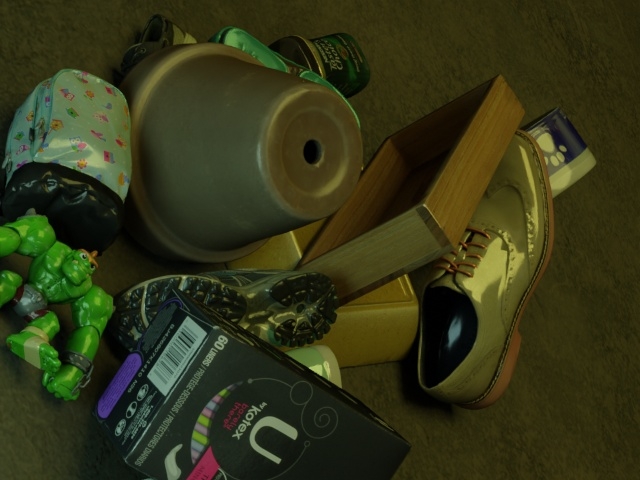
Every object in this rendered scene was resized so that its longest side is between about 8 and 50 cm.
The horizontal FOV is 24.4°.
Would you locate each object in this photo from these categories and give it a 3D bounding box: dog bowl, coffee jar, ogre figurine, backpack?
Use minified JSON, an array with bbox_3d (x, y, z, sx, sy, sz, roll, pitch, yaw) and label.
[{"bbox_3d":[0.277,-0.089,2.234,0.104,0.265,0.265,56,31,-2],"label":"dog bowl"},{"bbox_3d":[-0.008,-0.248,2.132,0.184,0.079,0.096,-17,79,-58],"label":"coffee jar"},{"bbox_3d":[-0.281,0.051,1.480,0.197,0.097,0.118,41,51,-3],"label":"ogre figurine"},{"bbox_3d":[-0.269,-0.092,1.589,0.152,0.115,0.182,31,39,-36],"label":"backpack"}]

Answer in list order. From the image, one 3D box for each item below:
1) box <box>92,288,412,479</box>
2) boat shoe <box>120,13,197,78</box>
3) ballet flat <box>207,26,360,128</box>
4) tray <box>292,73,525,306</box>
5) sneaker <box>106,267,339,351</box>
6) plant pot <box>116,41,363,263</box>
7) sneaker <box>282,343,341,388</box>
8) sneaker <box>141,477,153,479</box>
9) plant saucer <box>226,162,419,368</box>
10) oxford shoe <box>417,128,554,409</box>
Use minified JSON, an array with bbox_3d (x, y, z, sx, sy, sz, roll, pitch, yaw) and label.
[{"bbox_3d":[-0.070,0.195,1.521,0.270,0.165,0.143,33,0,-27],"label":"box"},{"bbox_3d":[-0.211,-0.208,1.812,0.073,0.080,0.223,42,30,-18],"label":"boat shoe"},{"bbox_3d":[-0.056,-0.204,2.009,0.247,0.087,0.083,34,66,-23],"label":"ballet flat"},{"bbox_3d":[0.124,-0.066,1.896,0.076,0.203,0.411,55,31,-12],"label":"tray"},{"bbox_3d":[-0.124,0.085,1.681,0.283,0.122,0.110,-1,97,-35],"label":"sneaker"},{"bbox_3d":[-0.079,-0.096,1.668,0.263,0.229,0.263,-4,95,-41],"label":"plant pot"},{"bbox_3d":[-0.042,0.255,1.678,0.151,0.094,0.256,-8,86,-31],"label":"sneaker"},{"bbox_3d":[-0.175,0.281,1.472,0.083,0.071,0.191,61,22,14],"label":"sneaker"},{"bbox_3d":[0.000,0.000,1.938,0.333,0.081,0.333,-1,66,-55],"label":"plant saucer"},{"bbox_3d":[0.221,0.033,2.023,0.146,0.140,0.397,16,82,-57],"label":"oxford shoe"}]
